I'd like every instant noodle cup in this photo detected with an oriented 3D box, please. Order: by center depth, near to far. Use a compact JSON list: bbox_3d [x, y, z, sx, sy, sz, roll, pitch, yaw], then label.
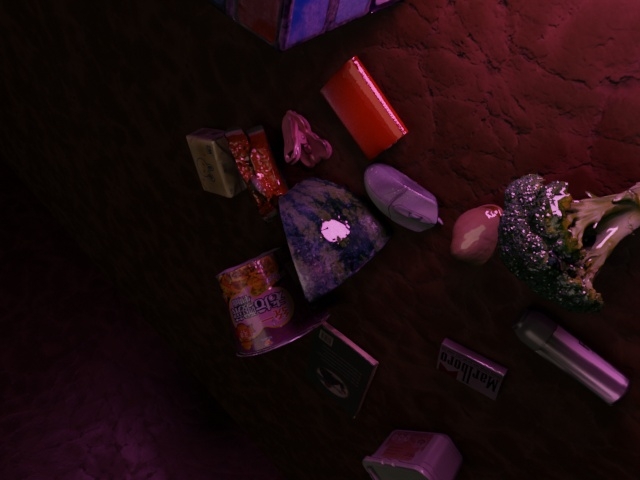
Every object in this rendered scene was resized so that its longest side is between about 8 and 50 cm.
[{"bbox_3d":[-0.165,0.178,1.567,0.340,0.339,0.266,-18,95,51],"label":"instant noodle cup"}]

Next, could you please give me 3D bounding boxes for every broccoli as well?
[{"bbox_3d":[0.444,-0.019,0.855,0.269,0.269,0.254,-5,121,48],"label":"broccoli"}]

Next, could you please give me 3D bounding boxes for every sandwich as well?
[{"bbox_3d":[-0.161,-0.190,1.338,0.212,0.109,0.292,-175,61,-87],"label":"sandwich"}]

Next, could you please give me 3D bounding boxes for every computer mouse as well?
[{"bbox_3d":[0.185,-0.095,1.155,0.229,0.068,0.113,39,143,15],"label":"computer mouse"}]

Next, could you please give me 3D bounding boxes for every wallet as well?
[{"bbox_3d":[0.097,-0.291,1.100,0.204,0.045,0.142,54,145,-3],"label":"wallet"}]

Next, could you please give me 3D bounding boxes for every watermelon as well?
[{"bbox_3d":[-0.018,0.006,1.304,0.283,0.250,0.292,49,139,11],"label":"watermelon"}]

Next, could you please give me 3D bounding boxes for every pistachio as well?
[{"bbox_3d":[0.334,-0.013,1.038,0.113,0.113,0.149,41,141,12],"label":"pistachio"}]

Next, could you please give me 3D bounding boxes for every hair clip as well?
[{"bbox_3d":[-0.044,-0.264,1.281,0.123,0.102,0.138,-33,63,51],"label":"hair clip"}]

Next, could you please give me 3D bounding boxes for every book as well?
[{"bbox_3d":[0.066,0.465,1.774,0.260,0.043,0.371,35,139,23],"label":"book"}]

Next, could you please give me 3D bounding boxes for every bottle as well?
[{"bbox_3d":[0.543,0.251,1.076,0.253,0.079,0.096,38,179,14],"label":"bottle"}]

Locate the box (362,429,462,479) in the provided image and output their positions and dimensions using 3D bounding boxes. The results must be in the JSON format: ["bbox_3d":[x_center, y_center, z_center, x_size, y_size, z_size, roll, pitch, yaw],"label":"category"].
[{"bbox_3d":[0.314,0.744,1.633,0.312,0.182,0.175,-24,102,51],"label":"box"}]

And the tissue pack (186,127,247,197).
[{"bbox_3d":[-0.323,-0.245,1.530,0.148,0.092,0.196,17,131,37],"label":"tissue pack"}]

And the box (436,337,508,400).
[{"bbox_3d":[0.407,0.347,1.325,0.177,0.036,0.115,26,136,29],"label":"box"}]

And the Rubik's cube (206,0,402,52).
[{"bbox_3d":[-0.049,-0.567,0.761,0.359,0.363,0.362,43,146,17],"label":"Rubik's cube"}]
